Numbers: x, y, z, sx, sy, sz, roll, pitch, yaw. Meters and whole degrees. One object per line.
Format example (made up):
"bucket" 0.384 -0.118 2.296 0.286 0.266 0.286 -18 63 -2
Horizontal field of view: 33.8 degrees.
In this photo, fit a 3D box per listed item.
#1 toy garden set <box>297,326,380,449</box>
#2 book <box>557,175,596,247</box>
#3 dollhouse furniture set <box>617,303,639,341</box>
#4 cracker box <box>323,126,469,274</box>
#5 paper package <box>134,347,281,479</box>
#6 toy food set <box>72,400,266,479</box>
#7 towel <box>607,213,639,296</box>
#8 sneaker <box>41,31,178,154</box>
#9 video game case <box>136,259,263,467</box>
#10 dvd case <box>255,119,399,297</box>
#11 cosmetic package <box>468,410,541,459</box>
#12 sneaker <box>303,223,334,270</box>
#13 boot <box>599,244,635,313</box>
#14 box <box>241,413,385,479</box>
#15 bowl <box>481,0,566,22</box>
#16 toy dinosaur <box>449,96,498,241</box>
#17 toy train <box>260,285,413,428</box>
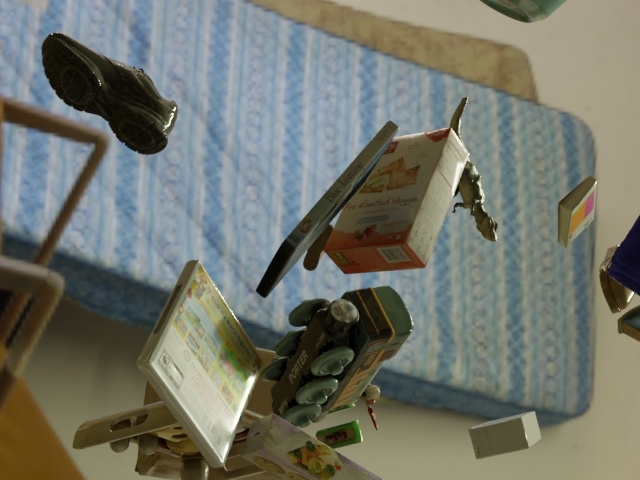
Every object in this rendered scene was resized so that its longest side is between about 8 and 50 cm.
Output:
"toy garden set" 0.031 0.269 2.011 0.203 0.049 0.244 -25 -106 45
"book" 0.536 -0.058 2.192 0.096 0.035 0.144 -42 149 -17
"dollhouse furniture set" 0.921 0.106 2.722 0.198 0.286 0.303 32 -42 54
"cracker box" 0.118 -0.061 1.620 0.067 0.155 0.232 49 51 -34
"paper package" -0.231 0.391 2.386 0.168 0.324 0.310 -35 -134 54
"toy food set" -0.211 0.335 1.692 0.306 0.219 0.092 34 45 -51
"towel" 0.645 0.042 1.698 0.228 0.308 0.076 -61 156 14
"sneaker" -0.386 -0.283 1.941 0.109 0.286 0.130 -32 -156 40
"video game case" -0.168 0.178 1.529 0.227 0.026 0.206 61 33 -33
"dvd case" 0.008 -0.041 1.461 0.253 0.022 0.180 -50 177 -27
"cosmetic package" 0.342 0.356 1.932 0.239 0.098 0.060 20 54 -71
"sneaker" 0.000 0.000 2.143 0.118 0.042 0.067 -62 -176 33
"boot" 0.718 0.034 2.165 0.089 0.269 0.236 57 32 -20
"box" 0.025 0.380 1.663 0.067 0.324 0.063 -31 -148 46
"bowl" 0.466 -0.627 2.489 0.163 0.311 0.311 -62 -173 4
"toy dinosaur" 0.245 -0.119 1.909 0.064 0.118 0.268 -11 -88 61
"toy train" 0.025 0.204 1.802 0.142 0.190 0.334 64 -33 30
